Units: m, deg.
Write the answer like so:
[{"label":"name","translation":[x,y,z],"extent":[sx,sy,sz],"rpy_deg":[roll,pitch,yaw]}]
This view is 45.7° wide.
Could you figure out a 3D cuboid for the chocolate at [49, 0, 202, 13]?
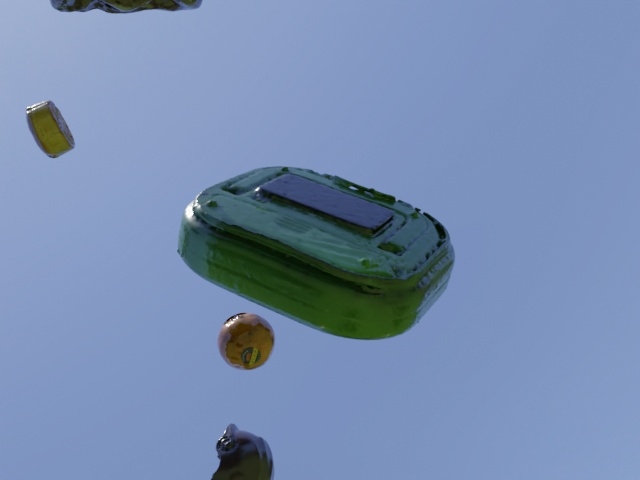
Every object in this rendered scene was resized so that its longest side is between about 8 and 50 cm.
[{"label":"chocolate","translation":[-0.225,-0.343,0.932],"extent":[0.214,0.093,0.148],"rpy_deg":[-8,-15,-23]}]

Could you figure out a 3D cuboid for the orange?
[{"label":"orange","translation":[-0.104,0.142,1.066],"extent":[0.084,0.083,0.083],"rpy_deg":[-17,-52,-23]}]

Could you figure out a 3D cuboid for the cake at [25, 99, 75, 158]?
[{"label":"cake","translation":[-0.391,-0.160,1.098],"extent":[0.044,0.084,0.084],"rpy_deg":[-23,-49,-4]}]

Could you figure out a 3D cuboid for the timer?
[{"label":"timer","translation":[0.000,0.000,0.420],"extent":[0.128,0.140,0.047],"rpy_deg":[-33,-39,-58]}]

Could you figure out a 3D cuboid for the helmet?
[{"label":"helmet","translation":[-0.099,0.313,1.047],"extent":[0.071,0.123,0.098],"rpy_deg":[-3,-41,18]}]
